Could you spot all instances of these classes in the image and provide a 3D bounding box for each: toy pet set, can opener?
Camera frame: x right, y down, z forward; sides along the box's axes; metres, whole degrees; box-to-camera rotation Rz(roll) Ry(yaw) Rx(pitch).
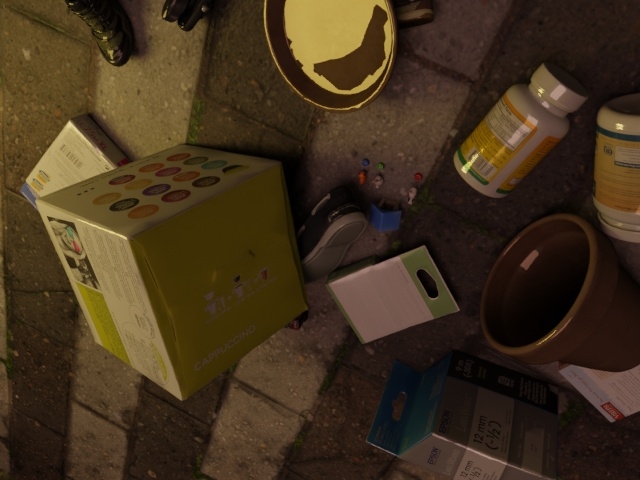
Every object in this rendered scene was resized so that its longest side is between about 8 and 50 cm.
[{"bbox_3d":[0.122,-0.082,1.114,0.122,0.065,0.114,16,124,15],"label":"toy pet set"},{"bbox_3d":[-0.208,-0.455,1.039,0.186,0.073,0.059,-39,91,27],"label":"can opener"}]

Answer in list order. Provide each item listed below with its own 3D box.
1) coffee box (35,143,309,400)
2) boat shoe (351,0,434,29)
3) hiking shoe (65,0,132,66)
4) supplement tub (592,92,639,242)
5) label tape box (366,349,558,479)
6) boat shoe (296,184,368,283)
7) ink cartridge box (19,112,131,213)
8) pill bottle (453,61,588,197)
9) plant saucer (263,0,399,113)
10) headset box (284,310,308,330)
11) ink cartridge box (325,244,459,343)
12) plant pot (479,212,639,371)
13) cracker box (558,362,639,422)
[{"bbox_3d":[-0.270,0.035,1.133,0.334,0.337,0.338,16,127,40],"label":"coffee box"},{"bbox_3d":[0.116,-0.375,0.952,0.152,0.056,0.049,5,95,30],"label":"boat shoe"},{"bbox_3d":[-0.442,-0.442,1.110,0.086,0.114,0.227,0,119,24],"label":"hiking shoe"},{"bbox_3d":[0.497,-0.112,0.883,0.144,0.144,0.200,2,119,23],"label":"supplement tub"},{"bbox_3d":[0.299,0.359,1.189,0.347,0.249,0.115,20,125,11],"label":"label tape box"},{"bbox_3d":[0.000,0.000,1.204,0.302,0.114,0.091,-46,56,46],"label":"boat shoe"},{"bbox_3d":[-0.585,-0.140,1.389,0.311,0.065,0.186,-35,101,33],"label":"ink cartridge box"},{"bbox_3d":[0.323,-0.178,0.936,0.117,0.117,0.208,36,127,0],"label":"pill bottle"},{"bbox_3d":[0.018,-0.353,0.970,0.278,0.041,0.278,24,131,30],"label":"plant saucer"},{"bbox_3d":[-0.071,0.174,1.355,0.083,0.062,0.032,11,123,17],"label":"headset box"},{"bbox_3d":[0.151,0.109,1.225,0.235,0.056,0.171,-24,108,22],"label":"ink cartridge box"},{"bbox_3d":[0.450,0.116,1.006,0.229,0.263,0.263,27,129,-17],"label":"plant pot"},{"bbox_3d":[0.598,0.231,1.096,0.155,0.067,0.232,44,125,-5],"label":"cracker box"}]
